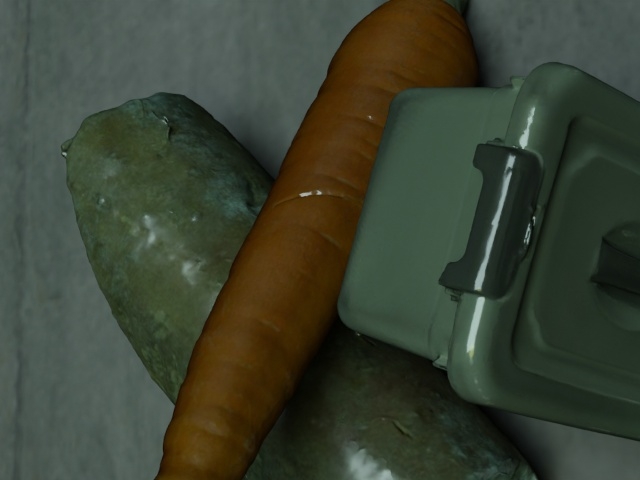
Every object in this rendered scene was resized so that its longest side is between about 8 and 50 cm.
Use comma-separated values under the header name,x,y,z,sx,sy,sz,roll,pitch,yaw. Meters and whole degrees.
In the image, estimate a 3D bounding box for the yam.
name,x,y,z,sx,sy,sz,roll,pitch,yaw
yam,-0.021,0.046,0.617,0.106,0.106,0.259,-49,62,12

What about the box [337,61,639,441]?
name,x,y,z,sx,sy,sz,roll,pitch,yaw
box,0.087,0.006,0.536,0.093,0.172,0.124,13,85,45

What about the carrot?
name,x,y,z,sx,sy,sz,roll,pitch,yaw
carrot,0.000,0.000,0.563,0.069,0.069,0.336,5,50,29
